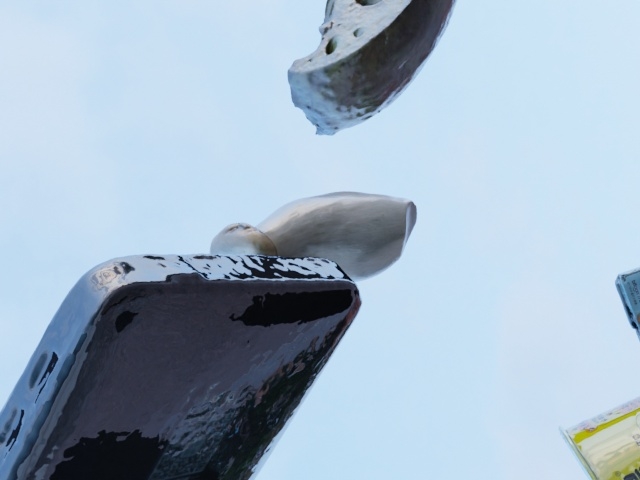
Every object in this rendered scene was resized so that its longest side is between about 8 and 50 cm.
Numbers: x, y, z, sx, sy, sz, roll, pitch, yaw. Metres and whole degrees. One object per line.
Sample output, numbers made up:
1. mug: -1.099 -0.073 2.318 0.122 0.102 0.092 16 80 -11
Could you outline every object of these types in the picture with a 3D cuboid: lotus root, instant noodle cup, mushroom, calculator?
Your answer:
1. lotus root: 0.094 -0.269 1.372 0.314 0.142 0.210 -67 -27 -10
2. instant noodle cup: 0.317 0.205 0.966 0.144 0.182 0.182 -33 -56 4
3. mushroom: 0.000 0.002 1.048 0.212 0.097 0.088 -10 -73 -30
4. calculator: 0.358 0.108 1.141 0.018 0.057 0.172 -29 -81 -85

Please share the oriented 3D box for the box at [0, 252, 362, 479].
1. box: -0.118 0.132 0.822 0.290 0.073 0.289 1 -55 -53
